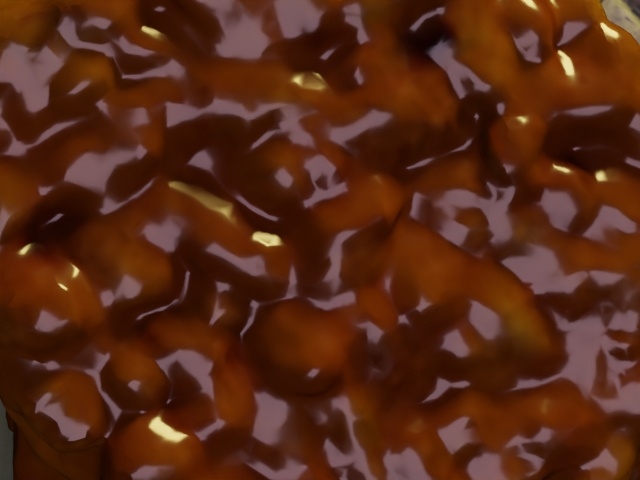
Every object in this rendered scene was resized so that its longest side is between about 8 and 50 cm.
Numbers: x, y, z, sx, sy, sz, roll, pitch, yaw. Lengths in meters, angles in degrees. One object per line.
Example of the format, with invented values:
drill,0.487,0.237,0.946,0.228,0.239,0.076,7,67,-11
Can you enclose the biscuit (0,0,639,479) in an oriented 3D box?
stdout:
biscuit,0.000,0.000,0.416,0.318,0.110,0.312,-31,97,-9

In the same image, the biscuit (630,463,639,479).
biscuit,0.142,0.187,0.611,0.342,0.166,0.395,-3,94,-24

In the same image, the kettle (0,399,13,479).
kettle,-0.166,0.063,0.570,0.240,0.165,0.255,16,111,14
